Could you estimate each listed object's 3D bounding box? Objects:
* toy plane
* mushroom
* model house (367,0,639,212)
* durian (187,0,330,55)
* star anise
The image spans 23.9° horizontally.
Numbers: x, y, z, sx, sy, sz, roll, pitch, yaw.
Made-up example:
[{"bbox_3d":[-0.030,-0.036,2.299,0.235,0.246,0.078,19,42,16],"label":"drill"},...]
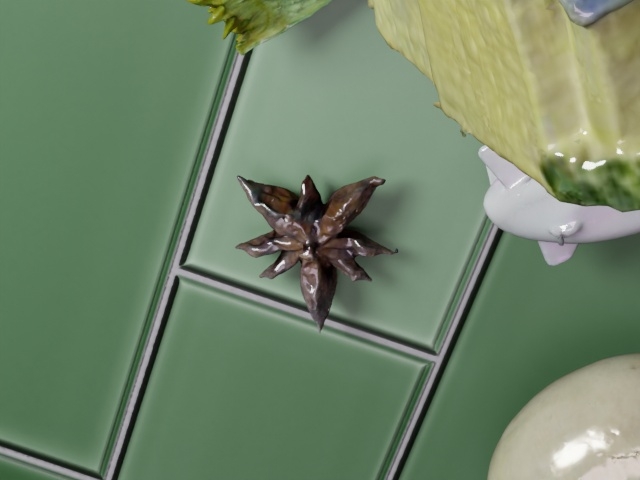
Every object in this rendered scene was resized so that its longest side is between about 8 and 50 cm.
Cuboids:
[{"bbox_3d":[0.228,-0.070,1.039,0.252,0.118,0.252,-1,131,-2],"label":"toy plane"},{"bbox_3d":[0.250,0.210,1.125,0.246,0.202,0.246,0,123,-1],"label":"mushroom"},{"bbox_3d":[0.148,-0.216,0.835,0.261,0.321,0.266,-30,126,-7],"label":"model house"},{"bbox_3d":[0.007,-0.296,0.943,0.198,0.163,0.394,33,109,-11],"label":"durian"},{"bbox_3d":[-0.003,0.010,1.140,0.124,0.056,0.129,1,115,7],"label":"star anise"}]
